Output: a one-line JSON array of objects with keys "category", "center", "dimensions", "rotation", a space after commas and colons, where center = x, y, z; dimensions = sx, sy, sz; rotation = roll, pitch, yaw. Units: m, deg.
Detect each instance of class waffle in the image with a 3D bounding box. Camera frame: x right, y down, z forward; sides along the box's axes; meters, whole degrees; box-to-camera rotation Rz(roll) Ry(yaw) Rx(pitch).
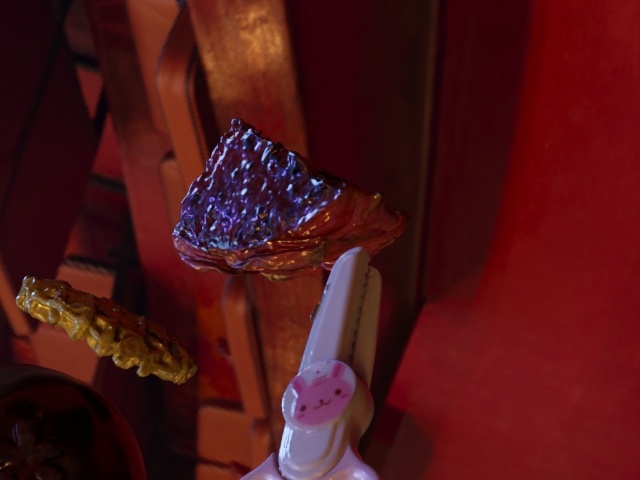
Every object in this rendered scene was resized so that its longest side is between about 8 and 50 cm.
[{"category": "waffle", "center": [-0.213, 0.089, 1.108], "dimensions": [0.194, 0.051, 0.149], "rotation": [27, -178, -45]}]

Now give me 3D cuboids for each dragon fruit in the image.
[{"category": "dragon fruit", "center": [-0.005, 0.009, 1.574], "dimensions": [0.286, 0.228, 0.329], "rotation": [28, 179, 41]}]

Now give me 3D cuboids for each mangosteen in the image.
[{"category": "mangosteen", "center": [-0.336, 0.284, 1.208], "dimensions": [0.297, 0.297, 0.313], "rotation": [19, 167, 9]}]

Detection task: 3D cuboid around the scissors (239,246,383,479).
[{"category": "scissors", "center": [0.005, 0.102, 0.644], "dimensions": [0.118, 0.242, 0.030], "rotation": [-9, 135, 28]}]
